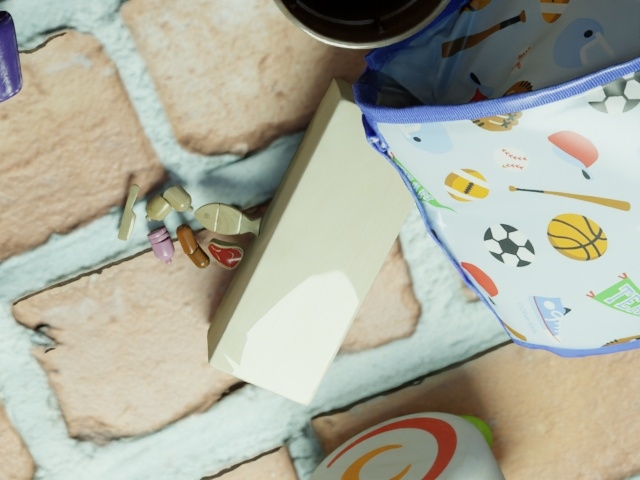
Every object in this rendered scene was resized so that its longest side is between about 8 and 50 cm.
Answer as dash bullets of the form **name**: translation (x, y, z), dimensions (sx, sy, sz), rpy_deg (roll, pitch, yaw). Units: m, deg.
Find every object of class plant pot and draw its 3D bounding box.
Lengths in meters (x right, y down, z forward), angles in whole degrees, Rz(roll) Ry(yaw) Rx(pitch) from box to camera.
- **plant pot**: translation (0.025, -0.257, 1.546), dimensions (0.167, 0.165, 0.167), rpy_deg (-2, 110, -6)

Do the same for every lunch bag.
- **lunch bag**: translation (0.260, -0.090, 1.551), dimensions (0.385, 0.239, 0.328), rpy_deg (-23, 128, 18)

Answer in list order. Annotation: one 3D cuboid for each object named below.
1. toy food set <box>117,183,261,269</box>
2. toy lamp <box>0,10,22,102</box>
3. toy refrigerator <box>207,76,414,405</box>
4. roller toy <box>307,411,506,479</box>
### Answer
- **toy food set**: translation (-0.117, -0.009, 1.691), dimensions (0.122, 0.019, 0.078), rpy_deg (20, 113, 3)
- **toy lamp**: translation (-0.319, -0.242, 1.560), dimensions (0.080, 0.080, 0.275), rpy_deg (-18, 110, 0)
- **toy refrigerator**: translation (0.000, 0.000, 1.681), dimensions (0.102, 0.094, 0.269), rpy_deg (23, 105, -12)
- **roller toy**: translation (0.085, 0.268, 1.737), dimensions (0.209, 0.191, 0.146), rpy_deg (-26, 112, 3)
